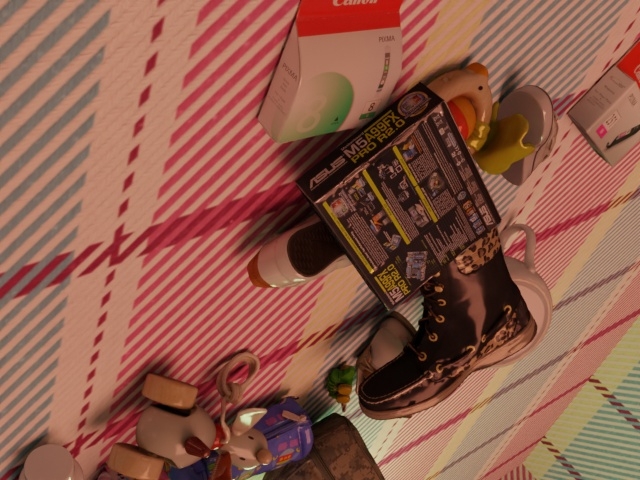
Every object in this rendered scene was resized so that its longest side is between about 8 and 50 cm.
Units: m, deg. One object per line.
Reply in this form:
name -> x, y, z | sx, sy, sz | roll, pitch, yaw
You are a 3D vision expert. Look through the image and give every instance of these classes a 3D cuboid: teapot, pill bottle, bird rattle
teapot -> 0.342, 0.122, 1.942 | 0.255, 0.187, 0.253 | -19, 119, -6
pill bottle -> -0.399, 0.373, 1.404 | 0.094, 0.094, 0.169 | -26, 150, -28
bird rattle -> 0.180, -0.155, 1.403 | 0.253, 0.143, 0.207 | -26, 134, -14

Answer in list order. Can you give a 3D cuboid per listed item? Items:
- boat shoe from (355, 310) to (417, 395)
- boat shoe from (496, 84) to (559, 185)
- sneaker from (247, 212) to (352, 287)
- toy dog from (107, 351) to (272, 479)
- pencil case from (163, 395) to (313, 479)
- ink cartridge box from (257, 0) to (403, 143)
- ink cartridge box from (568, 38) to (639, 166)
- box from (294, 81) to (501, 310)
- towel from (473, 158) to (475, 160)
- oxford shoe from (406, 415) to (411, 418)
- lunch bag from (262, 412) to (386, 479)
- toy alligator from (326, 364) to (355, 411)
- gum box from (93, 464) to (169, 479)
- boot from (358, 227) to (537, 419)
boat shoe -> 0.136, 0.256, 1.932 | 0.103, 0.113, 0.302 | -35, 153, -22
boat shoe -> 0.358, -0.187, 1.583 | 0.088, 0.096, 0.267 | -40, 155, -14
sneaker -> 0.000, 0.000, 1.411 | 0.123, 0.106, 0.290 | -22, 178, 41
toy dog -> -0.165, 0.313, 1.477 | 0.333, 0.161, 0.220 | -4, 107, -52
pencil case -> -0.141, 0.382, 1.737 | 0.306, 0.119, 0.133 | -12, 154, -45
ink cartridge box -> 0.036, -0.228, 1.130 | 0.181, 0.056, 0.225 | -17, 146, -41
ink cartridge box -> 0.610, -0.277, 1.828 | 0.239, 0.060, 0.275 | -46, 153, 12
box -> 0.115, -0.053, 1.296 | 0.216, 0.060, 0.270 | -38, 136, -1
towel -> 0.212, -0.128, 1.546 | 0.119, 0.029, 0.067 | -19, 145, -37
oxford shoe -> 0.181, 0.384, 2.246 | 0.212, 0.076, 0.076 | 44, 54, -74
lunch bag -> -0.005, 0.512, 1.958 | 0.256, 0.213, 0.305 | -29, 180, -5
toy alligator -> 0.037, 0.308, 1.952 | 0.051, 0.056, 0.190 | 7, 144, -1
gum box -> -0.356, 0.457, 1.623 | 0.107, 0.062, 0.188 | -3, 136, -51
boot -> 0.205, 0.137, 1.720 | 0.377, 0.138, 0.284 | -26, 121, -8
